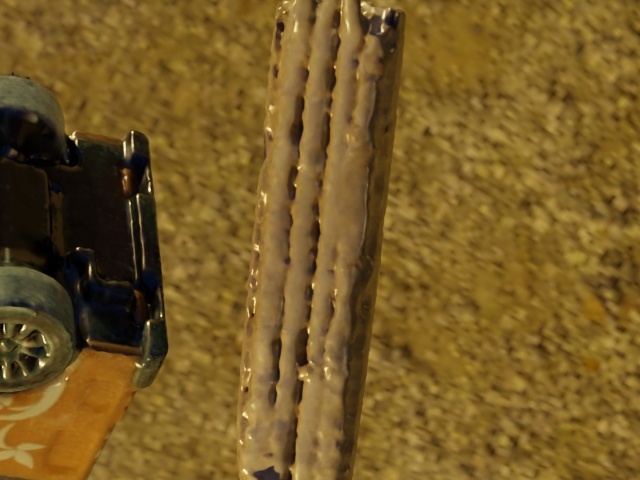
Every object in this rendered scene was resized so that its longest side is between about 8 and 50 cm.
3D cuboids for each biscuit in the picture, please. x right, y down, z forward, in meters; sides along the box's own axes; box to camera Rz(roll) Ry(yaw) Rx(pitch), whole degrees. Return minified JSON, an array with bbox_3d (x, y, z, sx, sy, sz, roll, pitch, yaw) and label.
[{"bbox_3d":[0.000,0.000,0.897,0.061,0.108,0.239,5,96,1],"label":"biscuit"}]

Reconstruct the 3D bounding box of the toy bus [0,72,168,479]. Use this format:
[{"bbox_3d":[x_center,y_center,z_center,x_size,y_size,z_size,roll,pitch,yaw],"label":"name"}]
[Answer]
[{"bbox_3d":[-0.251,0.023,0.890,0.162,0.323,0.194,-100,29,-43],"label":"toy bus"}]
